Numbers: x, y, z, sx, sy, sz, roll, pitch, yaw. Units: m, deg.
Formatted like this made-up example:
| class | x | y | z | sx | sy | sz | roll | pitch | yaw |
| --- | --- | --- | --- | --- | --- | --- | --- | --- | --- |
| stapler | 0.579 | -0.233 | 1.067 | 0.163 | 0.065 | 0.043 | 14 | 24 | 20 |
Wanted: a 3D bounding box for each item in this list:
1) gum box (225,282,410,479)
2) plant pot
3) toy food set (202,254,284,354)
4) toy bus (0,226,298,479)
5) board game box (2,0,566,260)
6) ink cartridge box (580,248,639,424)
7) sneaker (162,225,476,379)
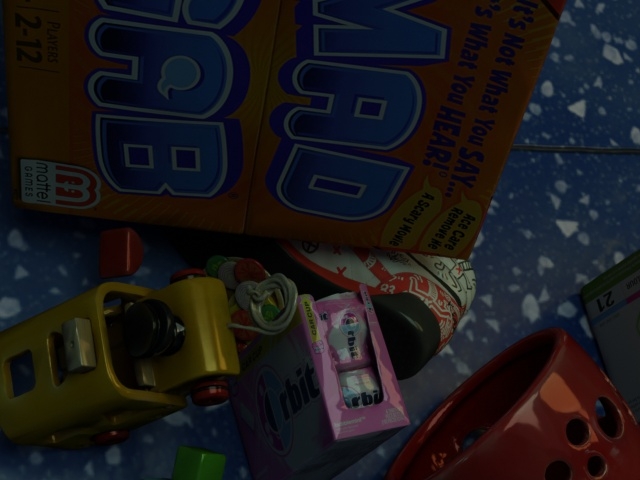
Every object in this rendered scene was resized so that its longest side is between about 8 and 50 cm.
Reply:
| class | x | y | z | sx | sy | sz | roll | pitch | yaw |
| --- | --- | --- | --- | --- | --- | --- | --- | --- | --- |
| gum box | -0.006 | 0.114 | 1.177 | 0.062 | 0.188 | 0.107 | -9 | 72 | -24 |
| plant pot | 0.173 | 0.188 | 1.220 | 0.174 | 0.191 | 0.191 | 45 | 59 | -5 |
| toy food set | -0.066 | 0.051 | 1.247 | 0.083 | 0.082 | 0.020 | 51 | 27 | 3 |
| toy bus | -0.145 | 0.081 | 1.131 | 0.104 | 0.191 | 0.202 | 14 | 102 | -52 |
| board game box | -0.027 | -0.246 | 1.161 | 0.356 | 0.356 | 0.357 | 7 | 55 | -5 |
| ink cartridge box | 0.337 | 0.122 | 1.313 | 0.097 | 0.189 | 0.255 | -6 | 71 | -25 |
| sneaker | 0.000 | 0.001 | 1.297 | 0.270 | 0.090 | 0.145 | 33 | 34 | 13 |
